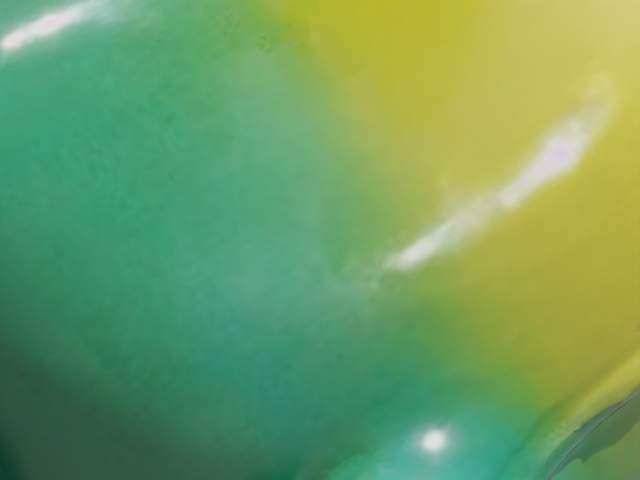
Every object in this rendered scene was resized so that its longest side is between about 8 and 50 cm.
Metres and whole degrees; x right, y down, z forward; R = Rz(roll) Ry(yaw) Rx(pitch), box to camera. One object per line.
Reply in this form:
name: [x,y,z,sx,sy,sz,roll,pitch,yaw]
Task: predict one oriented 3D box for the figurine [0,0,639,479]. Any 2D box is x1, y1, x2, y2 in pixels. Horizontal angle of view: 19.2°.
figurine: [-0.003,-0.009,0.529,0.231,0.340,0.323,48,12,-41]
